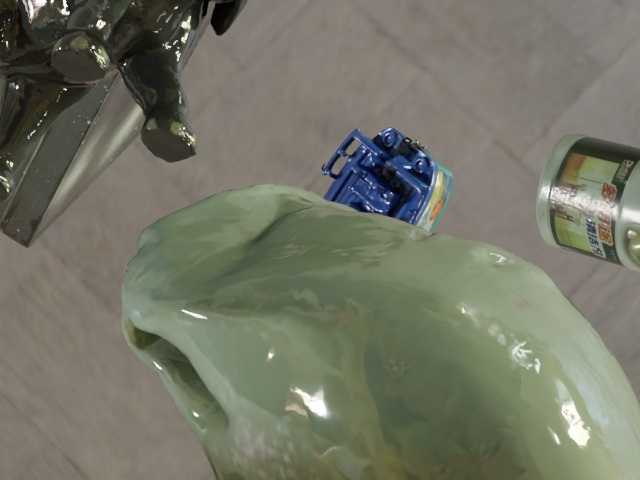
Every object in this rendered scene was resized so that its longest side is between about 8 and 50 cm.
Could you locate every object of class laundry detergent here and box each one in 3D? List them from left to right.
[{"bbox_3d":[0.278,-0.019,1.590,0.070,0.226,0.099,10,96,-45],"label":"laundry detergent"}]

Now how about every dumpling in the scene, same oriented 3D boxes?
[{"bbox_3d":[0.051,0.108,0.941,0.212,0.270,0.320,-24,93,4],"label":"dumpling"}]

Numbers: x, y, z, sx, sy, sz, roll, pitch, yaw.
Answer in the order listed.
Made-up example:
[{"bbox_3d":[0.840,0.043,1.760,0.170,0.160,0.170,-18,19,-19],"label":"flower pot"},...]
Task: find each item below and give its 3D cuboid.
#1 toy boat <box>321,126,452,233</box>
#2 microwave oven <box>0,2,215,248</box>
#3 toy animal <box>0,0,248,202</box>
[{"bbox_3d":[0.000,0.000,1.292,0.091,0.110,0.175,43,104,40],"label":"toy boat"},{"bbox_3d":[-0.204,-0.278,1.351,0.374,0.432,0.236,34,35,0],"label":"microwave oven"},{"bbox_3d":[-0.075,-0.104,0.860,0.082,0.270,0.137,45,40,-35],"label":"toy animal"}]
